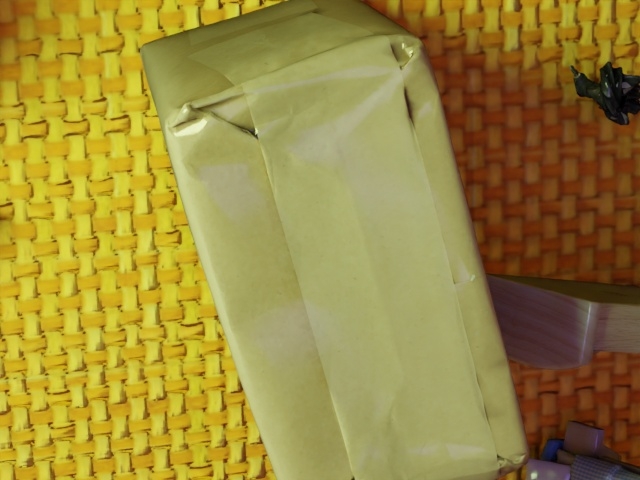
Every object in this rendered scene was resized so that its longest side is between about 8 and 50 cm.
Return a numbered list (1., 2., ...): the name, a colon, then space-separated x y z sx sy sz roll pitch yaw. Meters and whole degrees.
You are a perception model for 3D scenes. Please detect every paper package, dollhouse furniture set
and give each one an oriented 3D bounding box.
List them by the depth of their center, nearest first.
1. paper package: 0.000 0.000 1.091 0.168 0.325 0.309 -17 108 -5
2. dollhouse furniture set: 0.230 0.195 1.178 0.198 0.286 0.303 5 96 -37

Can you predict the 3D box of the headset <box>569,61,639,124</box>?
1. headset: 0.326 -0.255 1.159 0.243 0.185 0.394 38 97 14
